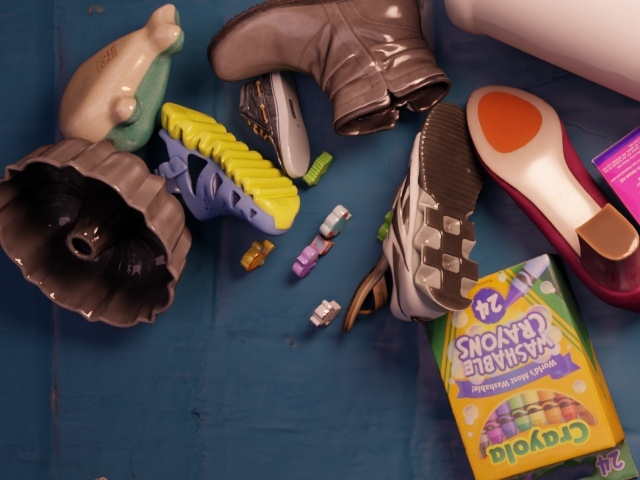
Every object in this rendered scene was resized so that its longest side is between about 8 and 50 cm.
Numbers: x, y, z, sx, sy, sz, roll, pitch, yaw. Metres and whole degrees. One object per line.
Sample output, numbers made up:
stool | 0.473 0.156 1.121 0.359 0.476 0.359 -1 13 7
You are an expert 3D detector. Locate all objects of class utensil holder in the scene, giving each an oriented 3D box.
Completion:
utensil holder | 0.400 -0.345 1.426 0.385 0.327 0.328 28 100 20

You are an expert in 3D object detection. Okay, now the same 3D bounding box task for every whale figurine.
whale figurine | -0.294 -0.243 1.830 0.272 0.141 0.216 -44 36 18

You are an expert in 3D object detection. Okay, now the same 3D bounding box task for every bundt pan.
bundt pan | -0.343 -0.024 1.803 0.331 0.124 0.331 15 133 17

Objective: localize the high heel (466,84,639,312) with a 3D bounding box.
high heel | 0.323 -0.056 1.592 0.127 0.181 0.377 -30 53 3

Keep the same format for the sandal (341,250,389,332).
sandal | 0.087 0.066 1.702 0.049 0.072 0.180 33 99 0

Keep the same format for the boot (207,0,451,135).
boot | 0.003 -0.247 1.670 0.338 0.118 0.223 -20 67 15

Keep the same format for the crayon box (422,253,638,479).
crayon box | 0.283 0.202 1.592 0.203 0.083 0.323 -23 80 23

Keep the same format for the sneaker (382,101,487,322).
sneaker | 0.146 -0.040 1.619 0.146 0.122 0.330 -32 41 53

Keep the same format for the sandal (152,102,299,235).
sandal | -0.154 -0.086 1.772 0.317 0.126 0.138 40 110 39

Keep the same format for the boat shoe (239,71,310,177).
boat shoe | -0.072 -0.172 1.774 0.083 0.065 0.183 -19 68 27

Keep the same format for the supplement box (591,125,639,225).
supplement box | 0.469 -0.044 1.497 0.114 0.111 0.220 -37 75 19

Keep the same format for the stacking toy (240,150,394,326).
stacking toy | 0.000 0.000 1.744 0.167 0.052 0.221 40 104 20

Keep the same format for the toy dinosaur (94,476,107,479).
toy dinosaur | -0.436 0.537 1.895 0.160 0.121 0.313 9 88 38
